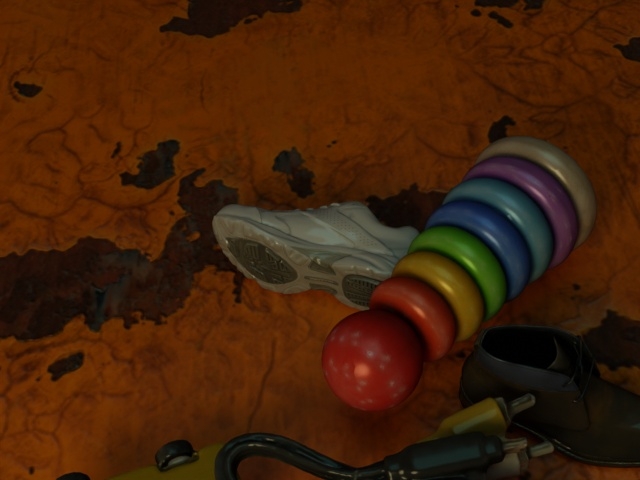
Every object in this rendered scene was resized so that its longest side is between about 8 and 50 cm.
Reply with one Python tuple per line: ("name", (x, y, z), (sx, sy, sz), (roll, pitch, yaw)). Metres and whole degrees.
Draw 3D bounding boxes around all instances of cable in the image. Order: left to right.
("cable", (0.058, 0.212, 0.762), (0.287, 0.072, 0.139), (-11, 60, 7))

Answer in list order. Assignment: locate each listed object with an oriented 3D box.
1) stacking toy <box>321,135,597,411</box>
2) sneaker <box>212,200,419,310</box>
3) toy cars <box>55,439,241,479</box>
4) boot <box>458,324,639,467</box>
("stacking toy", (0.124, 0.035, 0.856), (0.141, 0.141, 0.330), (30, 52, 27))
("sneaker", (0.000, 0.000, 0.978), (0.232, 0.090, 0.115), (18, 50, 10))
("toy cars", (-0.203, 0.319, 0.725), (0.177, 0.087, 0.393), (22, 49, 15))
("boot", (0.231, 0.139, 0.812), (0.219, 0.106, 0.082), (10, 55, 16))
